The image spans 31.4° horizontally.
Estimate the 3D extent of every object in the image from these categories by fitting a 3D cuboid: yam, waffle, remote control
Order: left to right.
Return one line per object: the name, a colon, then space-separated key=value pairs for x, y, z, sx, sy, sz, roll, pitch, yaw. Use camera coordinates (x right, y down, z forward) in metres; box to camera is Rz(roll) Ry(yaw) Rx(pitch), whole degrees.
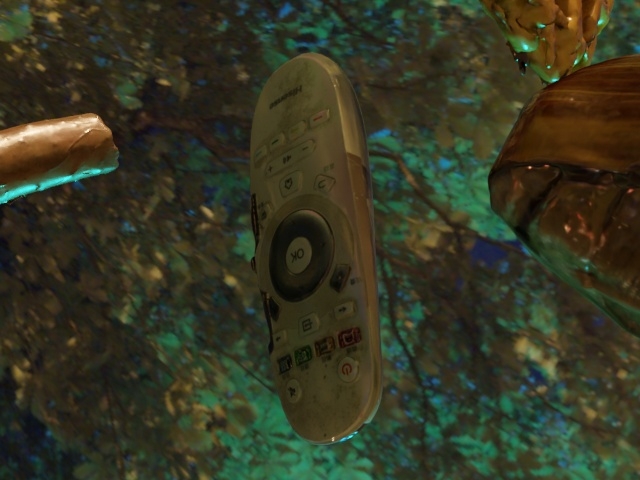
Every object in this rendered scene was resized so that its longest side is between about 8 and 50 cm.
yam: x=-0.250 y=-0.041 z=0.771 sx=0.241 sy=0.057 sz=0.057 roll=-19 pitch=-65 yaw=-34
remote control: x=-0.001 y=0.000 z=0.706 sx=0.045 sy=0.097 sz=0.256 roll=17 pitch=-120 yaw=-41
waffle: x=0.187 y=-0.337 z=1.056 sx=0.380 sy=0.095 sz=0.382 roll=61 pitch=-146 yaw=-26

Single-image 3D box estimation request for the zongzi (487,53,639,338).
zongzi: x=0.199 y=-0.033 z=0.366 sx=0.134 sy=0.286 sz=0.288 roll=-46 pitch=-27 yaw=-26
